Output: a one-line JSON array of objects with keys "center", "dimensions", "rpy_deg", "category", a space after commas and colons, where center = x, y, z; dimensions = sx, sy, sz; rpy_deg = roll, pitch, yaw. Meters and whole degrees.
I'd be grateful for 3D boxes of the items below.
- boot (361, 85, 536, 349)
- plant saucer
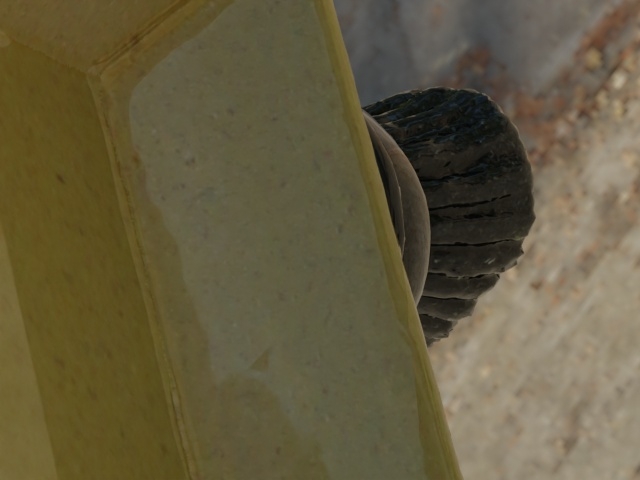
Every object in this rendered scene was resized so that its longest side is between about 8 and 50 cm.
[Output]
[{"center": [-0.001, -0.004, 0.712], "dimensions": [0.348, 0.260, 0.131], "rpy_deg": [-3, 90, 57], "category": "boot"}, {"center": [-0.060, 0.045, 0.341], "dimensions": [0.081, 0.333, 0.333], "rpy_deg": [-20, -15, 19], "category": "plant saucer"}]
